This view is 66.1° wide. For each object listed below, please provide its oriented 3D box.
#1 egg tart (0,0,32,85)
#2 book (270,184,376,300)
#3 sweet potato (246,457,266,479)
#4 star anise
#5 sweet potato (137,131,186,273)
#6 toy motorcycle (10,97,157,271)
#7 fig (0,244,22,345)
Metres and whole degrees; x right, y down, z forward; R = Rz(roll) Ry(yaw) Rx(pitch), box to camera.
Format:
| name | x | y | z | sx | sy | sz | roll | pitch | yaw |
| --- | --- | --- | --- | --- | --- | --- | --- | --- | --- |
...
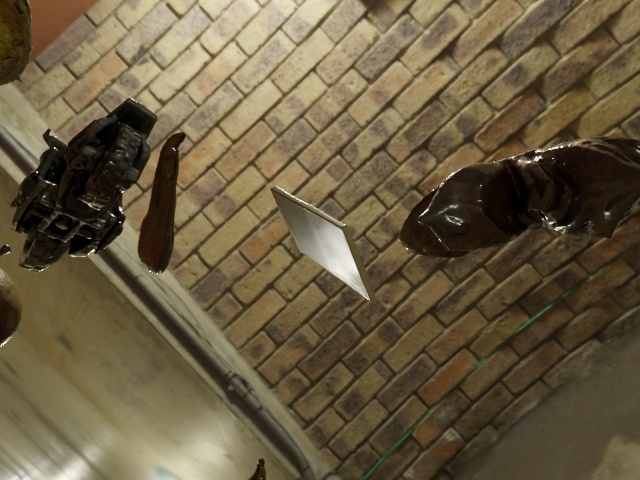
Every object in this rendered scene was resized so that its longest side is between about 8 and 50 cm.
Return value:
| name | x | y | z | sx | sy | sz | roll | pitch | yaw |
| --- | --- | --- | --- | --- | --- | --- | --- | --- | --- |
| egg tart | -0.644 | -0.401 | 0.889 | 0.232 | 0.252 | 0.098 | -38 | 36 | -22 |
| book | 0.000 | 0.000 | 1.157 | 0.021 | 0.217 | 0.310 | -37 | 37 | -17 |
| sweet potato | -0.078 | 0.307 | 0.460 | 0.068 | 0.068 | 0.226 | -48 | -19 | -69 |
| star anise | 0.238 | -0.049 | 0.562 | 0.315 | 0.108 | 0.315 | -13 | 6 | 1 |
| sweet potato | -0.219 | -0.045 | 0.679 | 0.050 | 0.050 | 0.214 | -47 | -24 | -64 |
| toy motorcycle | -0.255 | -0.065 | 0.532 | 0.270 | 0.106 | 0.159 | -27 | 44 | 39 |
| fig | -0.695 | 0.099 | 1.009 | 0.274 | 0.170 | 0.145 | -107 | 17 | -47 |
